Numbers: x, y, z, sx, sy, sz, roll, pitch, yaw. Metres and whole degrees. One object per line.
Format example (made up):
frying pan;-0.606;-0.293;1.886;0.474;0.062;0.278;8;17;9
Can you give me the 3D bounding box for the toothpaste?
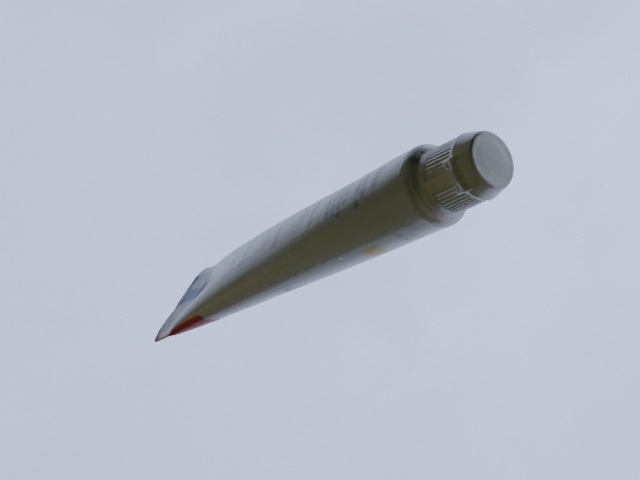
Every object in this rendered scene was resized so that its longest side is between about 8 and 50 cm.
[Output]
toothpaste;0.000;0.000;0.610;0.031;0.048;0.190;46;-40;-17
